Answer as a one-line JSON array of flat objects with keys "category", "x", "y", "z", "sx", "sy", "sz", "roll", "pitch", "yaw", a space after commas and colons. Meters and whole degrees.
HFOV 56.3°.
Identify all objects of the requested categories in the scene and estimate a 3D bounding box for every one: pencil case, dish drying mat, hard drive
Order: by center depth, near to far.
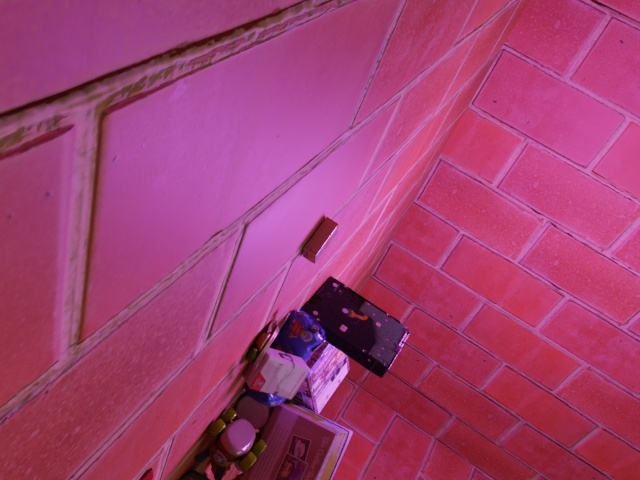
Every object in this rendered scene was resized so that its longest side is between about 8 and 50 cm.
[{"category": "dish drying mat", "x": -0.378, "y": 0.519, "z": 1.306, "sx": 0.032, "sy": 0.008, "sz": 0.083, "roll": -49, "pitch": 169, "yaw": -35}, {"category": "pencil case", "x": -0.100, "y": 0.358, "z": 1.796, "sx": 0.306, "sy": 0.133, "sz": 0.119, "roll": -58, "pitch": 171, "yaw": 9}, {"category": "hard drive", "x": 0.114, "y": 0.282, "z": 1.990, "sx": 0.237, "sy": 0.339, "sz": 0.064, "roll": -46, "pitch": 165, "yaw": -53}]

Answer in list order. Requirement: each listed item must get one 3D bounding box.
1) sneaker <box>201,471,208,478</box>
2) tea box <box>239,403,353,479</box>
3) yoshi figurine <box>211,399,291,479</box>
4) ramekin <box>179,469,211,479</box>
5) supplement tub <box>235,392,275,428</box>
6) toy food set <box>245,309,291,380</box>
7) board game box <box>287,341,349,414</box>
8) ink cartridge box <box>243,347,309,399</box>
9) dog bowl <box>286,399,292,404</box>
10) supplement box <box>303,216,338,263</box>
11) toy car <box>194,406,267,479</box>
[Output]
[{"category": "sneaker", "x": -0.429, "y": 0.844, "z": 2.012, "sx": 0.161, "sy": 0.057, "sz": 0.075, "roll": -35, "pitch": 139, "yaw": -63}, {"category": "tea box", "x": -0.079, "y": 0.720, "z": 1.919, "sx": 0.328, "sy": 0.220, "sz": 0.323, "roll": -64, "pitch": 163, "yaw": -11}, {"category": "yoshi figurine", "x": -0.218, "y": 0.725, "z": 2.170, "sx": 0.362, "sy": 0.203, "sz": 0.203, "roll": -47, "pitch": 130, "yaw": -6}, {"category": "ramekin", "x": -0.407, "y": 0.837, "z": 1.771, "sx": 0.303, "sy": 0.148, "sz": 0.303, "roll": -54, "pitch": 170, "yaw": -14}, {"category": "supplement tub", "x": -0.188, "y": 0.523, "z": 1.936, "sx": 0.117, "sy": 0.117, "sz": 0.190, "roll": -59, "pitch": 169, "yaw": 11}, {"category": "toy food set", "x": -0.150, "y": 0.268, "z": 1.567, "sx": 0.192, "sy": 0.039, "sz": 0.132, "roll": -57, "pitch": 179, "yaw": -34}, {"category": "board game box", "x": -0.022, "y": 0.438, "z": 2.131, "sx": 0.232, "sy": 0.141, "sz": 0.290, "roll": -49, "pitch": 147, "yaw": -34}, {"category": "ink cartridge box", "x": -0.122, "y": 0.371, "z": 1.677, "sx": 0.151, "sy": 0.063, "sz": 0.109, "roll": 26, "pitch": 99, "yaw": -35}, {"category": "dog bowl", "x": -0.097, "y": 0.573, "z": 2.460, "sx": 0.408, "sy": 0.150, "sz": 0.408, "roll": -54, "pitch": 170, "yaw": -13}, {"category": "supplement box", "x": 0.000, "y": 0.000, "z": 1.412, "sx": 0.098, "sy": 0.036, "sz": 0.062, "roll": -54, "pitch": 170, "yaw": -18}, {"category": "toy car", "x": -0.279, "y": 0.608, "z": 1.717, "sx": 0.188, "sy": 0.155, "sz": 0.149, "roll": -47, "pitch": 174, "yaw": 18}]
